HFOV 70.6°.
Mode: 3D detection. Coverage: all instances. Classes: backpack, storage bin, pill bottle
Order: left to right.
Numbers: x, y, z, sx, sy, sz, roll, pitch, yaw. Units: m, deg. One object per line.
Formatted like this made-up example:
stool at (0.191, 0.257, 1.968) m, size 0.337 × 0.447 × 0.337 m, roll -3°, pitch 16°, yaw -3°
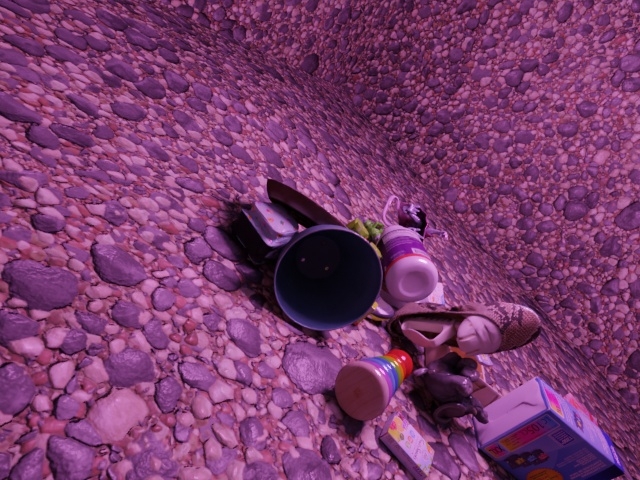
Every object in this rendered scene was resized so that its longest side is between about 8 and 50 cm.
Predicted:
backpack at (-0.146, -0.026, 1.333) m, size 0.166 × 0.144 × 0.188 m, roll 48°, pitch 19°, yaw 22°
pill bottle at (0.303, 0.071, 1.660) m, size 0.181 × 0.181 × 0.323 m, roll 34°, pitch 21°, yaw -19°
storage bin at (0.498, 0.423, 1.598) m, size 0.260 × 0.123 × 0.262 m, roll 40°, pitch 26°, yaw -7°

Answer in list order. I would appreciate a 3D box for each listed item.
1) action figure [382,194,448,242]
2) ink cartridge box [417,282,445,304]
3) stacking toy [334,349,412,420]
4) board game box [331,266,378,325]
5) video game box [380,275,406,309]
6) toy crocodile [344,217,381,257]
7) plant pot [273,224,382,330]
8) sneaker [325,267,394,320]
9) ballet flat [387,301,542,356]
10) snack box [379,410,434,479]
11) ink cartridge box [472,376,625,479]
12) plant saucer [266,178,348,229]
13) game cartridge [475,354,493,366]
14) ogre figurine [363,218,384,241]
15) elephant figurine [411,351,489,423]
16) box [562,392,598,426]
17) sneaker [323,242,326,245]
action figure at (0.391, 0.012, 1.995) m, size 0.275 × 0.248 × 0.370 m, roll 28°, pitch -15°, yaw 21°
ink cartridge box at (0.416, 0.214, 1.799) m, size 0.143 × 0.089 × 0.092 m, roll 14°, pitch 65°, yaw -45°
stacking toy at (0.166, 0.368, 1.224) m, size 0.141 × 0.141 × 0.330 m, roll 53°, pitch 20°, yaw 19°
board game box at (0.083, 0.170, 1.417) m, size 0.181 × 0.092 × 0.043 m, roll 46°, pitch 27°, yaw 5°
video game box at (0.262, 0.169, 1.730) m, size 0.205 × 0.048 × 0.187 m, roll 29°, pitch 26°, yaw -27°
toy crocodile at (0.154, 0.036, 1.680) m, size 0.105 × 0.115 × 0.341 m, roll 38°, pitch 20°, yaw -36°
plant pot at (0.007, 0.079, 1.274) m, size 0.290 × 0.290 × 0.195 m, roll 35°, pitch 8°, yaw -18°
sneaker at (0.140, 0.144, 1.503) m, size 0.300 × 0.121 × 0.111 m, roll 44°, pitch 26°, yaw 1°
ballet flat at (0.408, 0.279, 1.389) m, size 0.182 × 0.482 × 0.164 m, roll -22°, pitch 101°, yaw -42°
snack box at (0.222, 0.521, 1.153) m, size 0.141 × 0.037 × 0.100 m, roll 48°, pitch 27°, yaw 7°
ink cartridge box at (0.724, 0.648, 1.415) m, size 0.395 × 0.270 × 0.151 m, roll 39°, pitch 28°, yaw -10°
plant saucer at (-0.048, -0.083, 1.406) m, size 0.310 × 0.050 × 0.310 m, roll 32°, pitch -8°, yaw 5°
game cartridge at (0.561, 0.408, 1.555) m, size 0.083 × 0.017 × 0.056 m, roll 22°, pitch 37°, yaw -38°
ogre figurine at (0.244, -0.030, 1.949) m, size 0.118 × 0.096 × 0.197 m, roll 34°, pitch 37°, yaw -45°
elephant figurine at (0.399, 0.476, 1.369) m, size 0.186 × 0.240 × 0.169 m, roll 18°, pitch 36°, yaw 38°
box at (0.992, 0.762, 1.775) m, size 0.154 × 0.142 × 0.300 m, roll 47°, pitch 26°, yaw 6°
sneaker at (0.000, 0.000, 1.547) m, size 0.234 × 0.097 × 0.084 m, roll 10°, pitch 41°, yaw -49°
